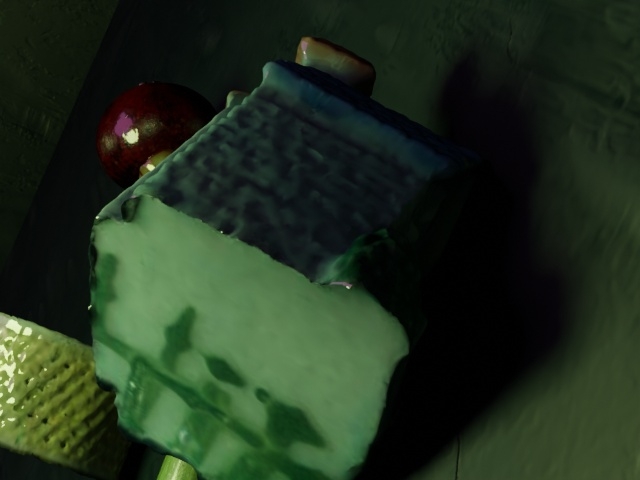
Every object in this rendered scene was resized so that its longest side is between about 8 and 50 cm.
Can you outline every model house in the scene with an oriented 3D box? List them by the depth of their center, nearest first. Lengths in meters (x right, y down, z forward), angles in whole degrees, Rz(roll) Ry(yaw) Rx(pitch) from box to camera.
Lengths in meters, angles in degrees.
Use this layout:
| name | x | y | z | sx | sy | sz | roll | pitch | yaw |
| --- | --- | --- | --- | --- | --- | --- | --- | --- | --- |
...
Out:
| name | x | y | z | sx | sy | sz | roll | pitch | yaw |
| --- | --- | --- | --- | --- | --- | --- | --- | --- | --- |
| model house | 0.000 | 0.000 | 1.038 | 0.295 | 0.251 | 0.329 | 100 | -163 | -46 |

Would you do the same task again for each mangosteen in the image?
| name | x | y | z | sx | sy | sz | roll | pitch | yaw |
| --- | --- | --- | --- | --- | --- | --- | --- | --- | --- |
| mangosteen | -0.206 | -0.112 | 1.697 | 0.200 | 0.200 | 0.200 | -51 | 26 | 38 |

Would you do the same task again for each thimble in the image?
| name | x | y | z | sx | sy | sz | roll | pitch | yaw |
| --- | --- | --- | --- | --- | --- | --- | --- | --- | --- |
| thimble | -0.348 | 0.192 | 1.585 | 0.271 | 0.271 | 0.150 | -10 | 58 | 66 |

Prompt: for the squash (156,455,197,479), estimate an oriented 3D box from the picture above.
| name | x | y | z | sx | sy | sz | roll | pitch | yaw |
| --- | --- | --- | --- | --- | --- | --- | --- | --- | --- |
| squash | -0.109 | 0.201 | 1.255 | 0.077 | 0.068 | 0.219 | 26 | 96 | 36 |
